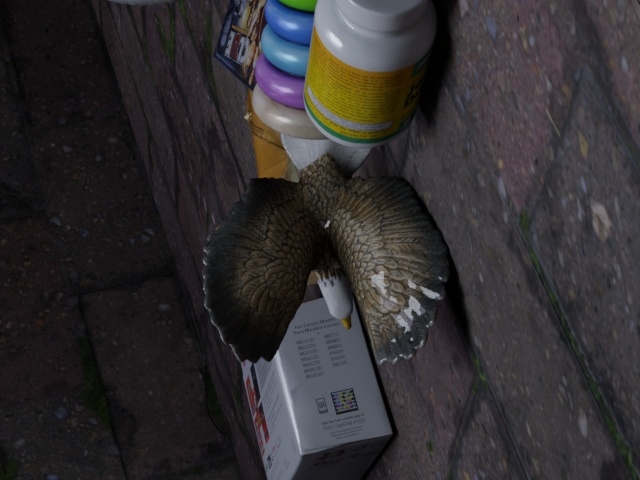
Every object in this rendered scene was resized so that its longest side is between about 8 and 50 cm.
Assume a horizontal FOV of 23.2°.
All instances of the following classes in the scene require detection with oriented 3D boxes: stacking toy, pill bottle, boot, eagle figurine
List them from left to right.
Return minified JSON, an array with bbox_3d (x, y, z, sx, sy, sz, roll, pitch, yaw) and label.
[{"bbox_3d":[-0.038,-0.094,2.034,0.211,0.104,0.295,-165,67,-81],"label":"boot"},{"bbox_3d":[0.001,-0.276,1.619,0.141,0.141,0.330,-120,26,-51],"label":"stacking toy"},{"bbox_3d":[0.006,0.009,1.685,0.225,0.226,0.298,43,-167,-12],"label":"eagle figurine"},{"bbox_3d":[0.049,-0.189,1.491,0.208,0.118,0.117,101,153,-60],"label":"pill bottle"}]

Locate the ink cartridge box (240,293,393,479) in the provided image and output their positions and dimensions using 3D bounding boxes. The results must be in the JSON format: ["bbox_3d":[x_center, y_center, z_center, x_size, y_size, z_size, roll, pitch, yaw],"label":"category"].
[{"bbox_3d":[-0.020,0.191,2.138,0.309,0.130,0.272,111,145,-68],"label":"ink cartridge box"}]

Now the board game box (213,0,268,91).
[{"bbox_3d":[-0.065,-0.274,1.910,0.243,0.042,0.165,-134,60,-66],"label":"board game box"}]

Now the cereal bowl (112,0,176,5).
[{"bbox_3d":[-0.183,-0.448,1.876,0.141,0.339,0.339,12,120,39],"label":"cereal bowl"}]

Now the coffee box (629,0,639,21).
[{"bbox_3d":[0.220,-0.228,0.710,0.297,0.119,0.168,100,152,-60],"label":"coffee box"}]
